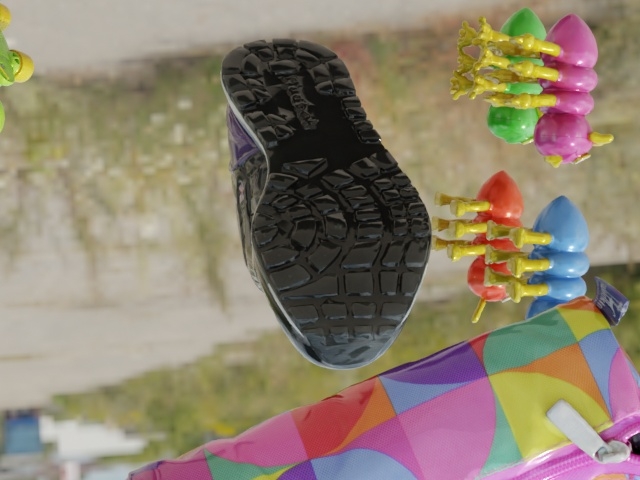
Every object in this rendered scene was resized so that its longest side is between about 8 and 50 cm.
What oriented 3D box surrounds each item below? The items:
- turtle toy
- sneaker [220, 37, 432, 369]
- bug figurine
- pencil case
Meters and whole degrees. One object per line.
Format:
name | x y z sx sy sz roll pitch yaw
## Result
turtle toy | -0.274 -0.138 1.447 0.066 0.130 0.095 -33 160 19
sneaker | 0.000 0.000 1.166 0.107 0.124 0.283 -3 -141 -9
bug figurine | 0.130 -0.038 1.181 0.072 0.216 0.279 2 -173 -6
pencil case | 0.036 0.102 0.794 0.236 0.104 0.104 -22 175 0
